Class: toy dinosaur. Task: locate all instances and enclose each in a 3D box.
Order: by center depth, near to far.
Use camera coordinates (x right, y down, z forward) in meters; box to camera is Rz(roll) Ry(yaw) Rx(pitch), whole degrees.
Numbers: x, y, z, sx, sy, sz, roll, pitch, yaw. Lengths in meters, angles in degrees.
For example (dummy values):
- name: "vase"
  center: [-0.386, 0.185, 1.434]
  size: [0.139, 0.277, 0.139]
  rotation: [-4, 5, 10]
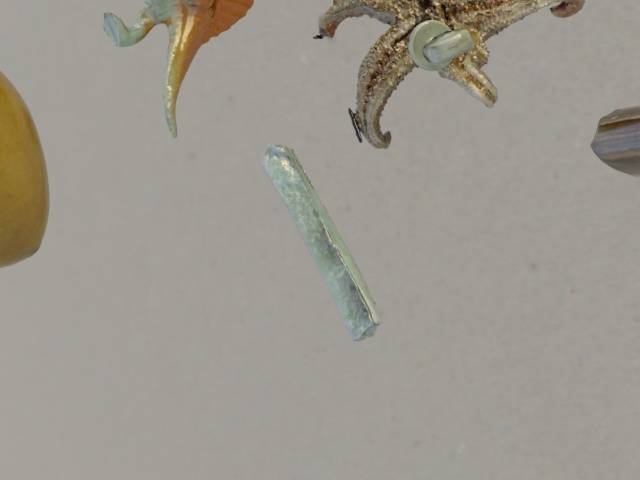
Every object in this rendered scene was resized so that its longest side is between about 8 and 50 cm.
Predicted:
- name: "toy dinosaur"
  center: [-0.099, -0.196, 1.089]
  size: [0.057, 0.142, 0.212]
  rotation: [3, 108, 52]

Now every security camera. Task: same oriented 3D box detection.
- name: "security camera"
  center: [0.128, -0.204, 1.461]
  size: [0.092, 0.058, 0.058]
  rotation: [-164, 71, -76]

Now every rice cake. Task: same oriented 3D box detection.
- name: "rice cake"
  center: [0.000, 0.000, 1.341]
  size: [0.034, 0.043, 0.210]
  rotation: [-31, 74, 13]

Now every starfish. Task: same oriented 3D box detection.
- name: "starfish"
  center: [0.136, -0.235, 1.618]
  size: [0.303, 0.113, 0.312]
  rotation: [-45, 45, 7]

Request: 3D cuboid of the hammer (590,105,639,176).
- name: "hammer"
  center: [0.316, -0.088, 0.903]
  size: [0.409, 0.243, 0.095]
  rotation: [-2, 76, 63]

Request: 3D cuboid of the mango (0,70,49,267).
- name: "mango"
  center: [-0.349, -0.074, 1.032]
  size: [0.173, 0.317, 0.211]
  rotation: [-108, 37, -62]
